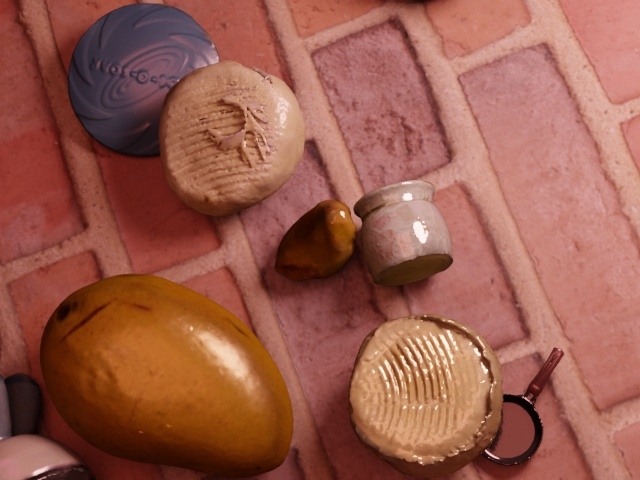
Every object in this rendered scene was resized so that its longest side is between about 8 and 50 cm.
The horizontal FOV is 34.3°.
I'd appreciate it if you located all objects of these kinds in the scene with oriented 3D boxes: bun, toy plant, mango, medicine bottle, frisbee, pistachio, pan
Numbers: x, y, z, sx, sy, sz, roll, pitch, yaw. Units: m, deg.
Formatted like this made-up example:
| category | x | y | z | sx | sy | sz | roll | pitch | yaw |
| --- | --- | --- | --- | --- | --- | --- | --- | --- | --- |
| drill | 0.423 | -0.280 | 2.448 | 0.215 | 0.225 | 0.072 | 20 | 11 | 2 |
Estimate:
| category | x | y | z | sx | sy | sz | roll | pitch | yaw |
| --- | --- | --- | --- | --- | --- | --- | --- | --- | --- |
| bun | 0.172 | 0.249 | 1.644 | 0.259 | 0.152 | 0.259 | -5 | 70 | 13 |
| bun | -0.150 | -0.177 | 1.809 | 0.273 | 0.168 | 0.272 | -1 | 86 | 15 |
| toy plant | -0.555 | 0.332 | 1.717 | 0.247 | 0.247 | 0.332 | -40 | 66 | -3 |
| mango | -0.244 | 0.232 | 1.684 | 0.445 | 0.220 | 0.301 | 32 | 80 | 12 |
| medicine bottle | 0.137 | -0.013 | 1.724 | 0.147 | 0.147 | 0.143 | -16 | 70 | 5 |
| frisbee | -0.325 | -0.298 | 1.897 | 0.290 | 0.049 | 0.289 | 0 | 86 | 4 |
| pistachio | -0.001 | -0.001 | 1.764 | 0.100 | 0.189 | 0.110 | 27 | 40 | -22 |
| pan | 0.327 | 0.263 | 1.673 | 0.115 | 0.040 | 0.212 | 33 | 89 | 16 |
